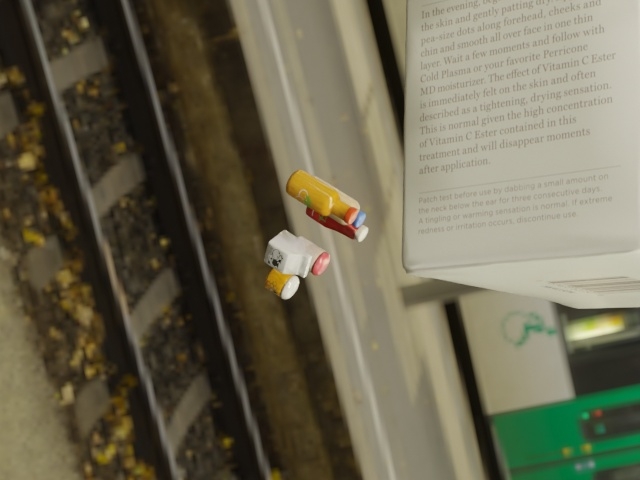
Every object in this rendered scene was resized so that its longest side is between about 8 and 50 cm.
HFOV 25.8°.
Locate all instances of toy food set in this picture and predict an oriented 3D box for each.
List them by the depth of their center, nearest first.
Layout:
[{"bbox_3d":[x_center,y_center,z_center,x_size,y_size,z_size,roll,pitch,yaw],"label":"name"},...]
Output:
[{"bbox_3d":[0.000,0.000,1.994,0.111,0.104,0.232,-38,153,-44],"label":"toy food set"}]

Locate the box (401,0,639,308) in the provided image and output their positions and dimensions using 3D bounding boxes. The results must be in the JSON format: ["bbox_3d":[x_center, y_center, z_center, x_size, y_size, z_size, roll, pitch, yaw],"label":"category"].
[{"bbox_3d":[0.180,-0.141,0.880,0.215,0.168,0.345,14,75,-49],"label":"box"}]
